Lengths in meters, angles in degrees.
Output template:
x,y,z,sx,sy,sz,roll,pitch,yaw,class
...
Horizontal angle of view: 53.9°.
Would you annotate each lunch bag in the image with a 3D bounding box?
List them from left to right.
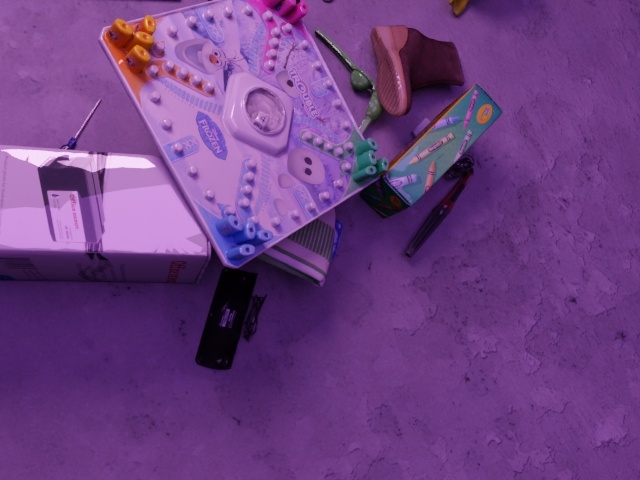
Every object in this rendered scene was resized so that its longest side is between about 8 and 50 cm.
x,y,z,sx,sy,sz,roll,pitch,yaw,class
0.000,0.000,1.234,0.067,0.065,0.098,17,75,-11,lunch bag

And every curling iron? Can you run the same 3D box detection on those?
x,y,z,sx,sy,sz,roll,pitch,yaw,class
0.249,-0.075,1.332,0.068,0.035,0.274,33,72,-2,curling iron

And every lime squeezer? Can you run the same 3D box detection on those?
x,y,z,sx,sy,sz,roll,pitch,yaw,class
0.071,-0.309,1.330,0.110,0.059,0.310,-13,83,13,lime squeezer

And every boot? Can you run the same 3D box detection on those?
x,y,z,sx,sy,sz,roll,pitch,yaw,class
0.219,-0.351,1.321,0.207,0.090,0.248,6,58,-22,boot

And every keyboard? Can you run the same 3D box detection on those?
x,y,z,sx,sy,sz,roll,pitch,yaw,class
-0.162,0.151,1.187,0.100,0.038,0.191,12,76,12,keyboard

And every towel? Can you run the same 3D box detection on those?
x,y,z,sx,sy,sz,roll,pitch,yaw,class
-0.072,-0.093,1.156,0.248,0.038,0.324,27,47,-29,towel

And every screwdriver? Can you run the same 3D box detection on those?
x,y,z,sx,sy,sz,roll,pitch,yaw,class
-0.453,-0.202,1.176,0.024,0.025,0.169,28,74,-8,screwdriver

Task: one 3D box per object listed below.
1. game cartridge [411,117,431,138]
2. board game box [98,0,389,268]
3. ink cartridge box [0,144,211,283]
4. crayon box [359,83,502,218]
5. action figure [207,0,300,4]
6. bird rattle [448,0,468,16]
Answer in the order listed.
x,y,z,sx,sy,sz,roll,pitch,yaw,class
0.240,-0.220,1.368,0.083,0.017,0.056,43,76,-3,game cartridge
-0.090,-0.210,1.013,0.390,0.050,0.389,-34,99,-40,board game box
-0.387,-0.028,1.022,0.395,0.285,0.166,2,78,-16,ink cartridge box
0.217,-0.173,1.262,0.278,0.165,0.081,-45,94,-14,crayon box
-0.111,-0.421,1.162,0.186,0.099,0.284,-7,92,-9,action figure
0.385,-0.617,1.397,0.254,0.207,0.143,-30,106,-9,bird rattle
